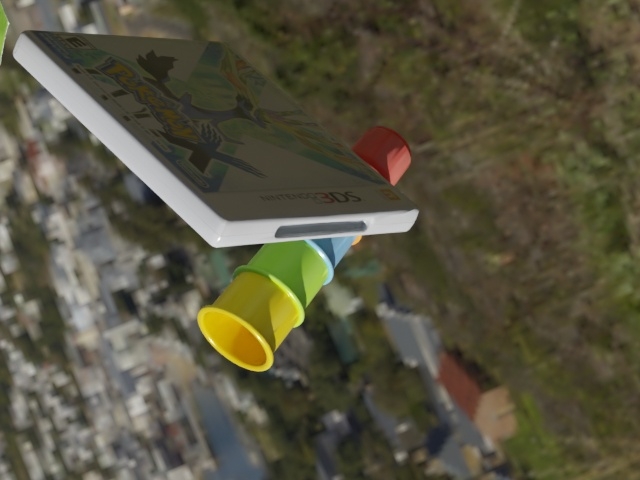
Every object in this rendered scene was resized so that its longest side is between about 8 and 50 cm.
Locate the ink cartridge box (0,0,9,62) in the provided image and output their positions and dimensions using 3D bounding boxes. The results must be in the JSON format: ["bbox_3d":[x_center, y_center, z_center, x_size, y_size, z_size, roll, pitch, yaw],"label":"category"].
[{"bbox_3d":[-0.383,-0.200,1.584,0.188,0.097,0.255,67,153,22],"label":"ink cartridge box"}]

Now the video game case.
[{"bbox_3d":[-0.101,-0.108,1.664,0.329,0.300,0.036,42,117,29],"label":"video game case"}]

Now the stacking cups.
[{"bbox_3d":[0.000,0.000,1.785,0.096,0.316,0.096,30,149,20],"label":"stacking cups"}]
